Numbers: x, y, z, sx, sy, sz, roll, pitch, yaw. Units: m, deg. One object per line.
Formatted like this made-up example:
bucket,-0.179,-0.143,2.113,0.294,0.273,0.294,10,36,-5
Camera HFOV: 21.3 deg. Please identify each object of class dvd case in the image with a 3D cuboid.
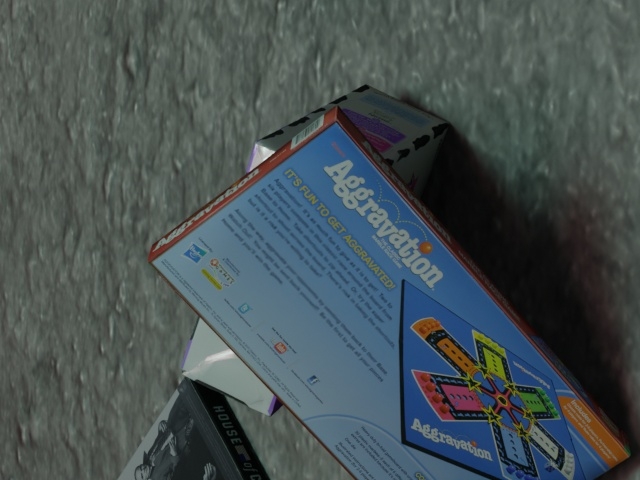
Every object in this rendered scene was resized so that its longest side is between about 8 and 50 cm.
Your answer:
dvd case,-0.114,0.251,1.386,0.239,0.029,0.179,-56,51,34

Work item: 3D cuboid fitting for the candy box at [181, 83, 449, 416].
candy box,0.000,0.000,1.117,0.070,0.196,0.165,25,114,14

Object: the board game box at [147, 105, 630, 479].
board game box,0.044,0.066,1.016,0.145,0.281,0.027,-36,19,19
